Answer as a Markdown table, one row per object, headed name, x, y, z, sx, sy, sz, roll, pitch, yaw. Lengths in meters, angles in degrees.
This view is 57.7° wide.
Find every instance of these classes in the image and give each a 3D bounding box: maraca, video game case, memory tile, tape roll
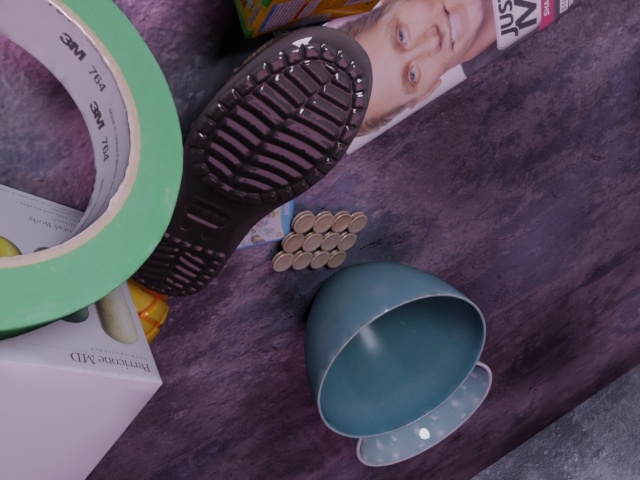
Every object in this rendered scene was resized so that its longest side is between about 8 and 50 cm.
| name | x | y | z | sx | sy | sz | roll | pitch | yaw |
| --- | --- | --- | --- | --- | --- | --- | --- | --- | --- |
| maraca | -0.242 | 0.069 | 0.740 | 0.127 | 0.099 | 0.185 | -37 | 148 | -72 |
| video game case | -0.114 | -0.034 | 0.792 | 0.167 | 0.015 | 0.119 | -14 | 134 | -24 |
| memory tile | 0.000 | 0.000 | 0.891 | 0.148 | 0.012 | 0.113 | -1 | 130 | -42 |
| tape roll | -0.260 | -0.086 | 0.427 | 0.322 | 0.320 | 0.077 | 13 | 156 | -41 |

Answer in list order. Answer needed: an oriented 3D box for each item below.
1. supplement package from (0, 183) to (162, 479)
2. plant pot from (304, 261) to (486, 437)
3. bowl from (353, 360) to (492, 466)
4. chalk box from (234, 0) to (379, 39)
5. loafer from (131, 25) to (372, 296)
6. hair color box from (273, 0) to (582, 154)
| name | x | y | z | sx | sy | sz | roll | pitch | yaw |
| --- | --- | --- | --- | --- | --- | --- | --- | --- | --- |
| supplement package | -0.325 | 0.097 | 0.583 | 0.199 | 0.262 | 0.198 | 23 | 113 | -45 |
| plant pot | 0.090 | 0.147 | 0.951 | 0.291 | 0.195 | 0.290 | -15 | 128 | -19 |
| bowl | 0.172 | 0.298 | 1.184 | 0.312 | 0.163 | 0.311 | -19 | 136 | -19 |
| chalk box | -0.024 | -0.300 | 0.478 | 0.132 | 0.132 | 0.212 | -19 | 97 | -12 |
| loafer | -0.096 | -0.091 | 0.621 | 0.134 | 0.130 | 0.366 | 32 | 122 | -28 |
| hair color box | 0.127 | -0.269 | 0.666 | 0.347 | 0.105 | 0.173 | -33 | 139 | -2 |
